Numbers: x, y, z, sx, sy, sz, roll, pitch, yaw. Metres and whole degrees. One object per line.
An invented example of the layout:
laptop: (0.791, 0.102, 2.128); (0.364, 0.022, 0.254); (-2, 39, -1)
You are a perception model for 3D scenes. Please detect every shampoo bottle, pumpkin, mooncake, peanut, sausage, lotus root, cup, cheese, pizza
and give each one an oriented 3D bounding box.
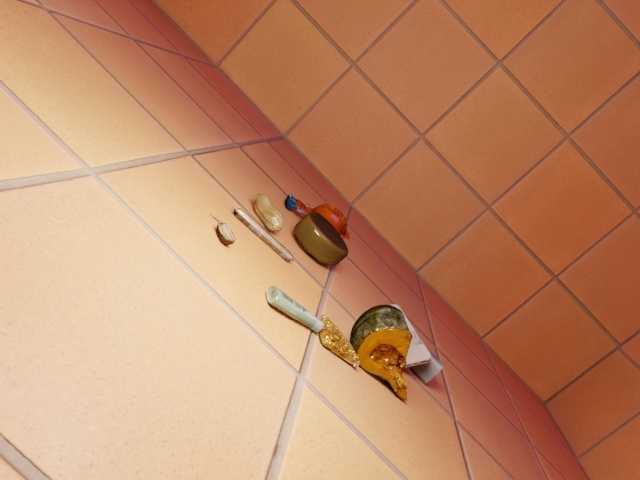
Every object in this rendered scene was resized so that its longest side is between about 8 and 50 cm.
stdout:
shampoo bottle: (-0.066, 0.190, 1.492); (0.190, 0.041, 0.069); (39, 9, -32)
pumpkin: (0.218, 0.324, 1.667); (0.280, 0.190, 0.139); (42, 12, -23)
mooncake: (0.000, 0.000, 2.130); (0.235, 0.117, 0.235); (45, 14, -14)
peanut: (-0.180, -0.098, 1.935); (0.174, 0.080, 0.080); (54, 15, 30)
sausage: (-0.182, -0.018, 1.779); (0.269, 0.033, 0.033); (42, 13, -17)
lotus root: (-0.262, -0.015, 1.513); (0.037, 0.030, 0.083); (0, 37, -32)
cup: (0.378, 0.443, 2.045); (0.129, 0.095, 0.128); (46, 12, 3)
cheese: (-0.007, -0.099, 2.408); (0.329, 0.129, 0.217); (30, 20, -17)
pizza: (0.040, 0.279, 1.566); (0.131, 0.041, 0.178); (26, 24, -55)

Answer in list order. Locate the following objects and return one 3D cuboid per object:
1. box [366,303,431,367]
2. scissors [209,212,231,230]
box: (0.278, 0.339, 1.999); (0.142, 0.044, 0.285); (-6, 39, -20)
scissors: (-0.288, -0.052, 1.599); (0.083, 0.006, 0.036); (42, 11, -19)
